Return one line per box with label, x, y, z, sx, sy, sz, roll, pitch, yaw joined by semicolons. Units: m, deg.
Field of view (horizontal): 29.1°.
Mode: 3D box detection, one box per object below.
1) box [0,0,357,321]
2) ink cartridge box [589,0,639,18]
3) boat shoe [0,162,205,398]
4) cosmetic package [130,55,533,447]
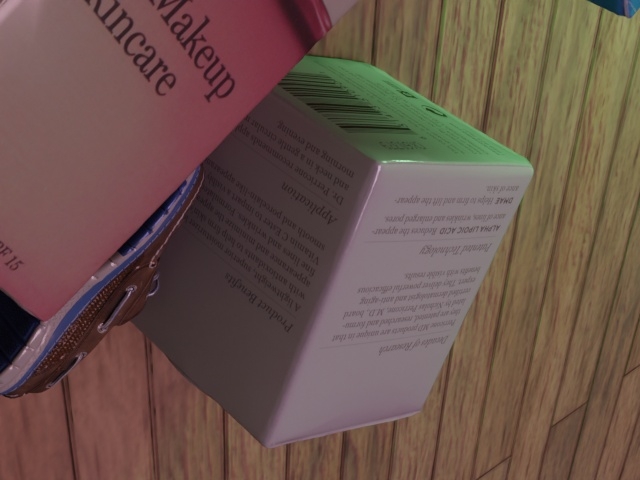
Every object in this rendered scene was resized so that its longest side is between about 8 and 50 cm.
box;-0.111;-0.107;0.550;0.232;0.127;0.148;-47;144;-7
ink cartridge box;0.153;-0.281;0.658;0.168;0.171;0.232;-37;143;-21
boat shoe;-0.128;0.014;0.698;0.183;0.066;0.066;-45;150;6
cosmetic package;0.000;0.000;0.747;0.151;0.151;0.183;-3;123;-48
